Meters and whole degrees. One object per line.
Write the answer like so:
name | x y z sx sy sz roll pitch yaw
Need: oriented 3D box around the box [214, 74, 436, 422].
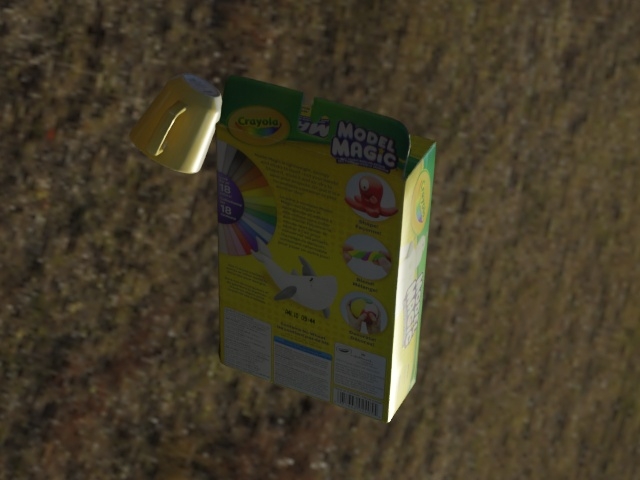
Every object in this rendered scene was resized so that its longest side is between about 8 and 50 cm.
box | 0.000 0.000 0.743 0.043 0.105 0.179 -51 151 -45

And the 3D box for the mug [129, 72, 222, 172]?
mug | -0.106 -0.092 1.146 0.062 0.078 0.064 21 112 -27
